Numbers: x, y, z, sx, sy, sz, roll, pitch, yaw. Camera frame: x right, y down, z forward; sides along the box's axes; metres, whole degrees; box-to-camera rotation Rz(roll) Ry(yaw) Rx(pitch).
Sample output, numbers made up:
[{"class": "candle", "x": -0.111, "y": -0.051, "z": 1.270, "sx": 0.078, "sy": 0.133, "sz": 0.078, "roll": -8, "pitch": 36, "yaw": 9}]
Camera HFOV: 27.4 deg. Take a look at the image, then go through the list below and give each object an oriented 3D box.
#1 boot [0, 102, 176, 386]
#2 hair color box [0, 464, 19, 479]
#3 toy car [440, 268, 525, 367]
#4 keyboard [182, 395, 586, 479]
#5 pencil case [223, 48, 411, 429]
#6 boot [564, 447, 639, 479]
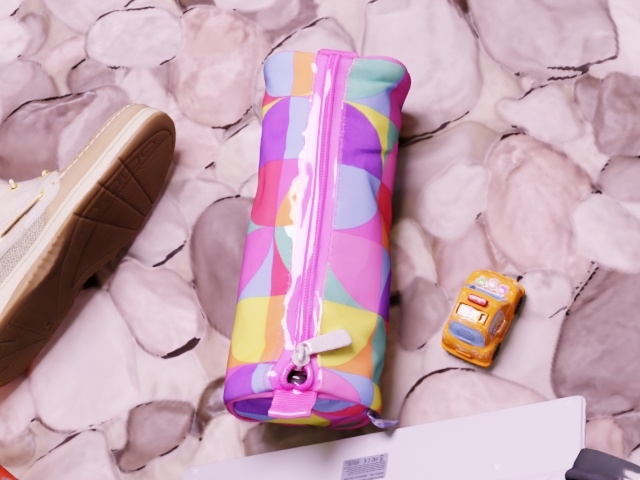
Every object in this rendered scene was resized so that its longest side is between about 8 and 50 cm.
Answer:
[{"class": "boot", "x": -0.210, "y": -0.030, "z": 0.867, "sx": 0.165, "sy": 0.077, "sz": 0.213, "roll": 35, "pitch": 86, "yaw": 25}, {"class": "hair color box", "x": -0.252, "y": 0.149, "z": 0.831, "sx": 0.141, "sy": 0.043, "sz": 0.072, "roll": 33, "pitch": 81, "yaw": 22}, {"class": "toy car", "x": 0.120, "y": 0.065, "z": 0.759, "sx": 0.060, "sy": 0.040, "sz": 0.122, "roll": -46, "pitch": 66, "yaw": -4}, {"class": "keyboard", "x": 0.024, "y": 0.136, "z": 0.730, "sx": 0.256, "sy": 0.014, "sz": 0.072, "roll": -14, "pitch": 35, "yaw": 25}, {"class": "pencil case", "x": 0.000, "y": 0.000, "z": 0.785, "sx": 0.104, "sy": 0.104, "sz": 0.236, "roll": -1, "pitch": 70, "yaw": 15}, {"class": "boot", "x": 0.163, "y": 0.246, "z": 0.609, "sx": 0.246, "sy": 0.094, "sz": 0.207, "roll": 41, "pitch": 77, "yaw": -8}]
